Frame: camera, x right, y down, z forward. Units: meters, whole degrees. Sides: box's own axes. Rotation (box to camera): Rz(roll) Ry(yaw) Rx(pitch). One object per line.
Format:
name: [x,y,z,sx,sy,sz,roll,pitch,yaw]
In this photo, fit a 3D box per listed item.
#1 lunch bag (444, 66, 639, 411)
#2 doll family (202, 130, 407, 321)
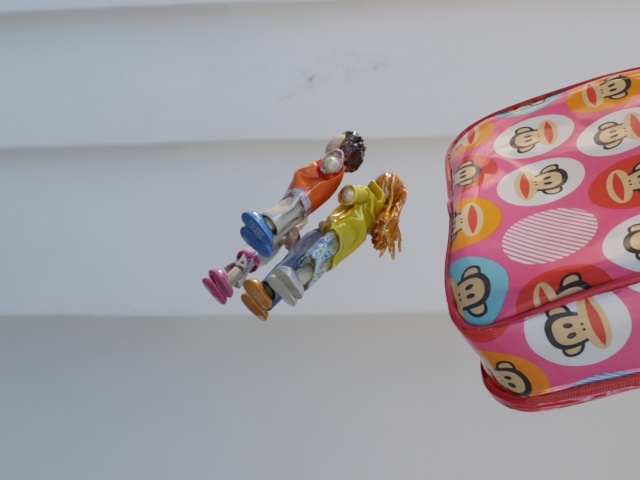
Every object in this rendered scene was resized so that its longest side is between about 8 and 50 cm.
lunch bag: [0.226,-0.024,0.679,0.120,0.258,0.293,59,25,-28]
doll family: [0.000,0.000,0.867,0.163,0.118,0.263,-43,180,-26]
